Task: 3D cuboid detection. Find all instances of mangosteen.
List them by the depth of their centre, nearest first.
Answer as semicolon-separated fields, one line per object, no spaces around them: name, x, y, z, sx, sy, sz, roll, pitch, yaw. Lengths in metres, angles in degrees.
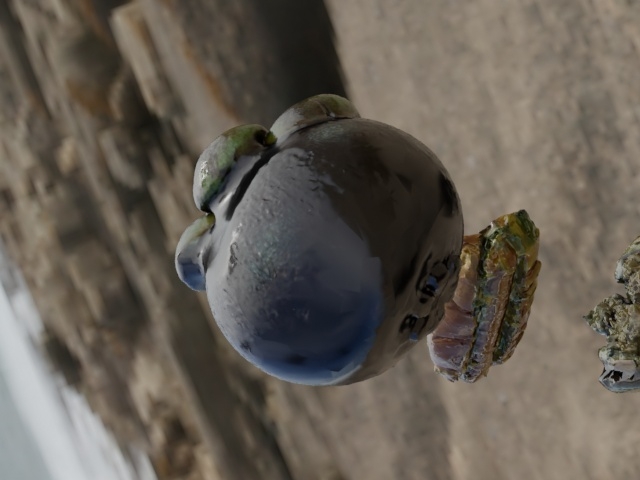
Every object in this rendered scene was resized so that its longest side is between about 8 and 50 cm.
mangosteen;0.000;0.000;1.488;0.243;0.243;0.243;158;90;-77

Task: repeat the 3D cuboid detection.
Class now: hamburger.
hamburger;0.279;0.051;1.402;0.185;0.159;0.131;-7;79;39

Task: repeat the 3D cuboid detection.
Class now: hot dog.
hot dog;0.152;0.059;1.785;0.269;0.115;0.072;88;157;-62
